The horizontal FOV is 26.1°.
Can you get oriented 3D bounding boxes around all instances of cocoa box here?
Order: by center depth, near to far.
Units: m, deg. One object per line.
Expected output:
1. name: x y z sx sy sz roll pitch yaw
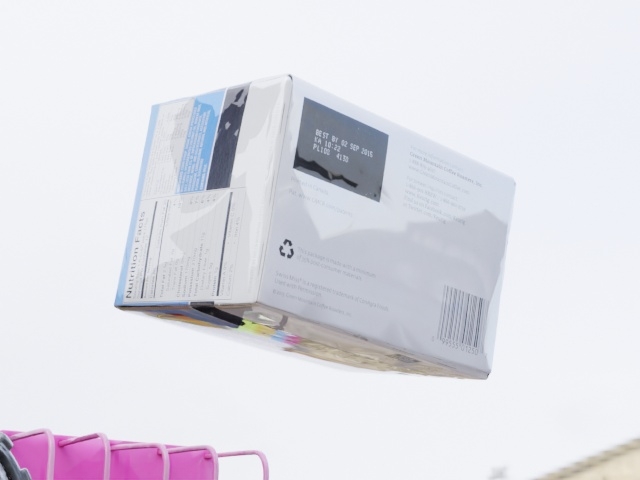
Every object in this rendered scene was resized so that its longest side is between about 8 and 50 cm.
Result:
1. cocoa box: 0.000 0.000 1.439 0.347 0.232 0.228 20 -17 -41

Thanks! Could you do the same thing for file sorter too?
1. file sorter: -0.226 0.332 1.637 0.290 0.202 0.182 10 -16 -30

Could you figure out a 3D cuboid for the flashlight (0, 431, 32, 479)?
1. flashlight: -0.408 0.275 1.235 0.304 0.103 0.103 -24 -10 -1
